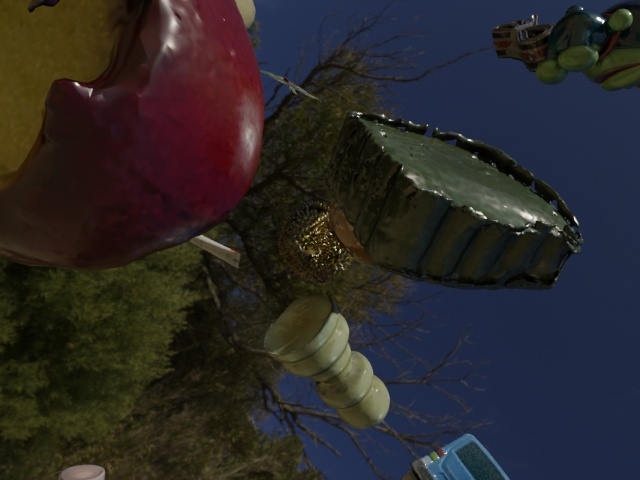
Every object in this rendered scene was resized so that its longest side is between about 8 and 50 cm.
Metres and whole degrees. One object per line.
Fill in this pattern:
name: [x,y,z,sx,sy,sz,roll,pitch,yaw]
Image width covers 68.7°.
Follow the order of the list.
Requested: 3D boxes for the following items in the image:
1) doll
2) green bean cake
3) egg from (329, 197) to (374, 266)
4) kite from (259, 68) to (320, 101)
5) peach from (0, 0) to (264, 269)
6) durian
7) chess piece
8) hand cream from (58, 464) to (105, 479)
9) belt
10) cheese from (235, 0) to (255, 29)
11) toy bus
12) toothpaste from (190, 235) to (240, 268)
doll: [0.652,-0.435,1.036,0.198,0.322,0.186,180,-89,-73]
green bean cake: [0.146,-0.046,0.562,0.132,0.241,0.255,-67,-152,27]
egg: [0.126,-0.036,0.992,0.233,0.195,0.195,33,-61,29]
kite: [-0.092,-0.482,1.460,0.012,0.229,0.250,-60,-155,22]
peach: [-0.247,-0.188,0.460,0.339,0.353,0.417,-17,-70,8]
durian: [-0.011,0.000,1.500,0.258,0.258,0.293,-31,-138,44]
chess piece: [0.040,0.292,1.052,0.182,0.182,0.330,-11,-56,47]
hand cream: [-0.474,0.567,0.890,0.083,0.133,0.248,139,-45,-82]
belt: [0.552,-0.528,1.250,0.126,0.359,0.094,-15,-65,16]
cheese: [-0.266,-0.530,0.989,0.129,0.351,0.328,-39,-135,21]
toy bus: [0.200,0.410,0.707,0.116,0.133,0.234,50,-27,42]
toothpaste: [-0.286,0.017,1.237,0.190,0.031,0.048,25,-60,23]
